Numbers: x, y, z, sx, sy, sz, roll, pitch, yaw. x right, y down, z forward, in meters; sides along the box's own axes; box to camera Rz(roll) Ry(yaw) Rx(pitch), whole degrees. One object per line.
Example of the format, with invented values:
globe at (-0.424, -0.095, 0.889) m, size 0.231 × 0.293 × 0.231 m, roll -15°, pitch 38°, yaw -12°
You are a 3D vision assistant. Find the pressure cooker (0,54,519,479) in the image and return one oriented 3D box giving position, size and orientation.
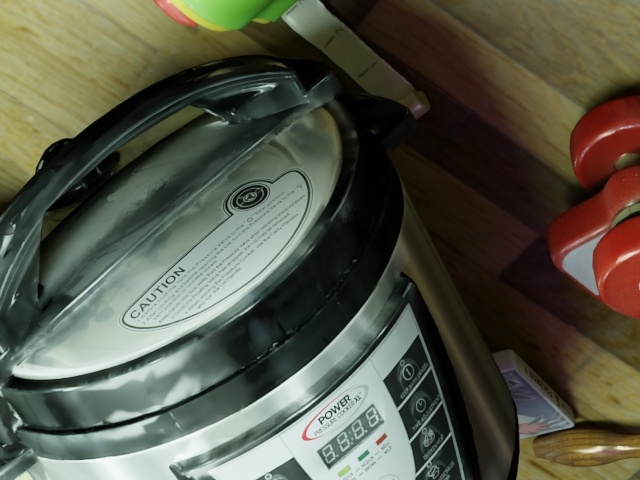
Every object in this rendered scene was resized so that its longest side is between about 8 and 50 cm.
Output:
pressure cooker at (-0.078, 0.082, 1.213) m, size 0.375 × 0.370 × 0.420 m, roll -15°, pitch 124°, yaw 21°

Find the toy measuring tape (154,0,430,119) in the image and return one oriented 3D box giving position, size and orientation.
toy measuring tape at (-0.041, -0.186, 1.278) m, size 0.330 × 0.121 × 0.121 m, roll 42°, pitch 121°, yaw -18°

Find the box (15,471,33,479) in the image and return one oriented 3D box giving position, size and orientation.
box at (-0.296, 0.128, 1.404) m, size 0.243 × 0.213 × 0.117 m, roll 52°, pitch 135°, yaw 3°

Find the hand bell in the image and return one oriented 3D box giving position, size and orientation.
hand bell at (0.319, 0.195, 1.496) m, size 0.242 × 0.126 × 0.126 m, roll -4°, pitch 124°, yaw 29°

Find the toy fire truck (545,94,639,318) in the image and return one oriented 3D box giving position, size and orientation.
toy fire truck at (0.358, -0.020, 1.302) m, size 0.302 × 0.169 × 0.254 m, roll -32°, pitch 131°, yaw 29°

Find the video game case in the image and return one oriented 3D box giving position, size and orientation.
video game case at (0.119, 0.164, 1.487) m, size 0.201 × 0.023 × 0.183 m, roll -17°, pitch 151°, yaw 20°
